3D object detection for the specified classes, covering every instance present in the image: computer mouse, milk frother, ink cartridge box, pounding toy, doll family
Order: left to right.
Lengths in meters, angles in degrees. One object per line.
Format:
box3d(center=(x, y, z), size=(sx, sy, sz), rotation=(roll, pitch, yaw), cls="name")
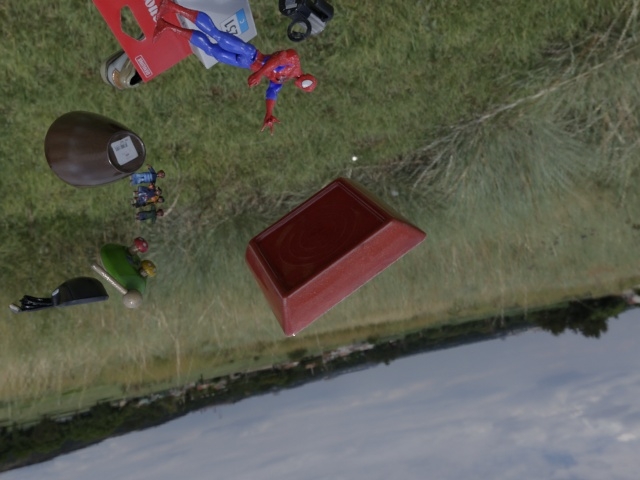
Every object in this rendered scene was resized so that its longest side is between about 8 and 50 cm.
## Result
box3d(center=(-0.572, 0.117, 1.117), size=(0.184, 0.060, 0.262), rotation=(-5, 175, -31), cls="computer mouse")
box3d(center=(-0.532, 0.071, 1.469), size=(0.110, 0.183, 0.237), rotation=(-32, -160, 0), cls="pounding toy")
box3d(center=(-0.535, -0.145, 1.610), size=(0.111, 0.076, 0.193), rotation=(-14, 139, -29), cls="doll family")
box3d(center=(-0.267, -0.442, 0.975), size=(0.261, 0.066, 0.296), rotation=(-37, 161, -8), cls="ink cartridge box")
box3d(center=(-0.042, -0.620, 1.464), size=(0.129, 0.143, 0.134), rotation=(26, -170, 32), cls="milk frother")

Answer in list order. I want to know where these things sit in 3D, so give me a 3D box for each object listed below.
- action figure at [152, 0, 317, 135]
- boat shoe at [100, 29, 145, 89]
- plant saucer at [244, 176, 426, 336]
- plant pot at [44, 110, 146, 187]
box3d(center=(-0.140, -0.281, 0.855), size=(0.280, 0.139, 0.091), rotation=(14, 160, -18), cls="action figure")
box3d(center=(-0.463, -0.522, 1.434), size=(0.103, 0.302, 0.113), rotation=(26, 156, 24), cls="boat shoe")
box3d(center=(0.000, 0.000, 0.846), size=(0.259, 0.258, 0.048), rotation=(-36, 124, -4), cls="plant saucer")
box3d(center=(-0.574, -0.238, 1.365), size=(0.230, 0.215, 0.215), rotation=(10, -177, 40), cls="plant pot")
